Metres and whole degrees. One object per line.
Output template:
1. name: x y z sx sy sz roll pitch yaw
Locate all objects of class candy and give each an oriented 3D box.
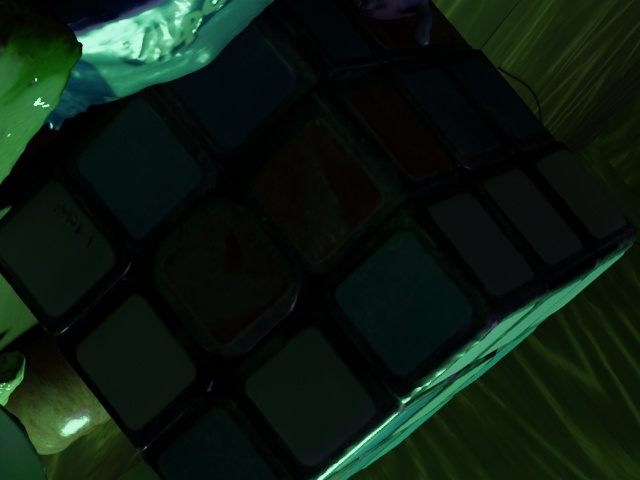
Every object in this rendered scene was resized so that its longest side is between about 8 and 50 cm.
1. candy: -0.075 -0.184 1.347 0.331 0.077 0.187 -39 165 1

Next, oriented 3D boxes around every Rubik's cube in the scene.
1. Rubik's cube: 0.000 0.000 1.690 0.363 0.359 0.362 -40 170 24

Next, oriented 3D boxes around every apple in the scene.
1. apple: -0.292 0.168 2.208 0.153 0.120 0.153 -37 173 -5

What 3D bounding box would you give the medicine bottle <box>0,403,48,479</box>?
1. medicine bottle: -0.453 0.305 2.027 0.332 0.190 0.190 -40 172 17

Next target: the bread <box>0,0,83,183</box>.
1. bread: -0.303 -0.020 1.059 0.366 0.129 0.382 -35 172 -20

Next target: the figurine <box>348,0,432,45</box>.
1. figurine: 0.089 -0.242 1.552 0.184 0.128 0.208 -37 168 -23

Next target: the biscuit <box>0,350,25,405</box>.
1. biscuit: -0.376 0.180 2.145 0.061 0.055 0.219 -39 175 -39
